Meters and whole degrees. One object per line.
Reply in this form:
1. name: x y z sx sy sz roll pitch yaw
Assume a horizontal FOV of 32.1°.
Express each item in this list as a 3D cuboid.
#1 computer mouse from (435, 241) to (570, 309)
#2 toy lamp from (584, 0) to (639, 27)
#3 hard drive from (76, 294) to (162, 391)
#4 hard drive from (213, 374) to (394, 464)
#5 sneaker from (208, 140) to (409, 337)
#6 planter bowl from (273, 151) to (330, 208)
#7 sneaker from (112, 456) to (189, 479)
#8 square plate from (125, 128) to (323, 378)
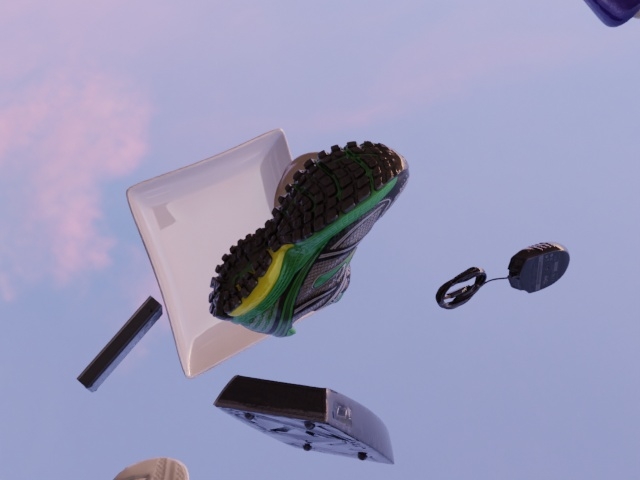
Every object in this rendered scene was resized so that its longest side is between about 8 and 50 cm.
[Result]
1. computer mouse: 0.267 0.050 1.640 0.242 0.071 0.041 -13 -147 -27
2. toy lamp: 0.410 -0.244 1.296 0.080 0.274 0.080 -48 -156 30
3. hard drive: -0.250 0.131 1.393 0.022 0.094 0.135 40 -103 1
4. hard drive: -0.011 0.231 1.429 0.172 0.254 0.054 5 -109 25
5. sneaker: 0.000 0.000 1.518 0.343 0.146 0.134 -44 -142 27
6. planter bowl: -0.007 -0.041 1.731 0.162 0.162 0.109 -2 -145 28
7. sneaker: -0.110 0.206 0.667 0.061 0.065 0.158 0 -134 11
8. square plate: -0.157 0.017 1.956 0.344 0.347 0.049 -26 -164 -35
